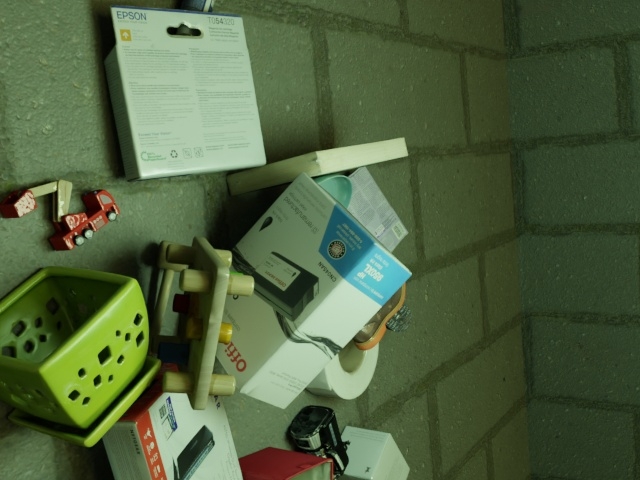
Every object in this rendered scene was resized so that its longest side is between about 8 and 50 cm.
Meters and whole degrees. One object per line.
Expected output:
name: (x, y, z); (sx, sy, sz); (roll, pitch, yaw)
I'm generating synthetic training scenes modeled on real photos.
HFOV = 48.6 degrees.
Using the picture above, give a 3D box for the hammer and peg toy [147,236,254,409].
hammer and peg toy: (-0.236, 0.134, 1.333); (0.127, 0.361, 0.266); (8, 99, -21)

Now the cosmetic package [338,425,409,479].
cosmetic package: (0.138, 0.651, 2.017); (0.151, 0.151, 0.184); (-58, 135, -38)

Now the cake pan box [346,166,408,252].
cake pan box: (0.115, -0.059, 2.001); (0.246, 0.070, 0.267); (56, 42, -9)

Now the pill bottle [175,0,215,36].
pill bottle: (-0.270, -0.479, 1.516); (0.067, 0.067, 0.120); (35, 61, -50)

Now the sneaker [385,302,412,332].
sneaker: (0.132, 0.142, 2.081); (0.112, 0.131, 0.319); (-41, 107, -15)

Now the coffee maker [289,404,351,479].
coffee maker: (0.001, 0.526, 1.873); (0.171, 0.120, 0.178); (-71, 149, -65)

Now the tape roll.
tape roll: (0.048, 0.288, 1.939); (0.286, 0.100, 0.286); (1, 89, -56)

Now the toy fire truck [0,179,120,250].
toy fire truck: (-0.454, -0.057, 1.258); (0.192, 0.047, 0.135); (-49, 126, -45)

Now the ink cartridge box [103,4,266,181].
ink cartridge box: (-0.274, -0.299, 1.456); (0.324, 0.071, 0.330); (-12, 94, -44)

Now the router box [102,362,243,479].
router box: (-0.281, 0.423, 1.403); (0.301, 0.082, 0.336); (-49, 130, -65)

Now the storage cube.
storage cube: (-0.100, 0.598, 1.635); (0.215, 0.193, 0.184); (-1, 90, -55)

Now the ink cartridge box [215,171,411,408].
ink cartridge box: (-0.058, 0.103, 1.475); (0.395, 0.285, 0.166); (-48, 140, 5)

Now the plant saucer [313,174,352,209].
plant saucer: (-0.046, -0.040, 1.723); (0.317, 0.043, 0.318); (-41, 159, -19)

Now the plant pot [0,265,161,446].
plant pot: (-0.413, 0.195, 1.168); (0.227, 0.228, 0.207); (-50, 135, -44)

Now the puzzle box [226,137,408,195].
puzzle box: (0.003, -0.183, 1.728); (0.409, 0.272, 0.052); (-19, 97, -55)

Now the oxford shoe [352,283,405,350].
oxford shoe: (0.154, 0.164, 1.930); (0.098, 0.097, 0.271); (55, 46, -31)
